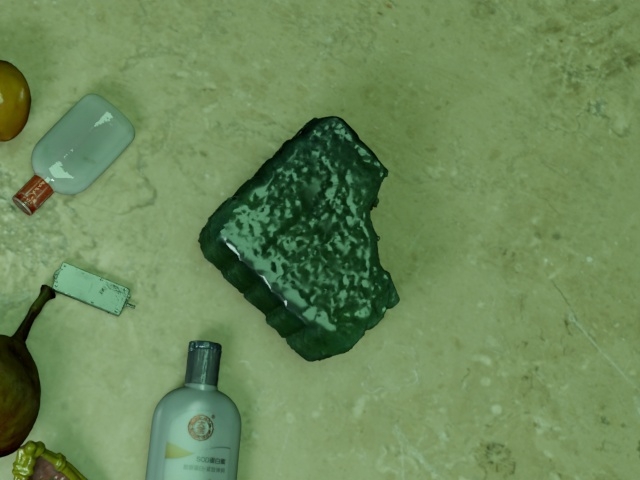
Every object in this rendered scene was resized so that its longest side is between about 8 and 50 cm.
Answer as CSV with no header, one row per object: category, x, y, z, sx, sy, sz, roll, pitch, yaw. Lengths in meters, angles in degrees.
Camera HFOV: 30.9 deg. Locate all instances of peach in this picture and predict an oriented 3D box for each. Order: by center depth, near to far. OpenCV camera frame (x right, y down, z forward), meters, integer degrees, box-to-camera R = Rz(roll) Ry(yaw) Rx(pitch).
peach,-0.515,-0.219,1.782,0.138,0.138,0.138,4,75,-16

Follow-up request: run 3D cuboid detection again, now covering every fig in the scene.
fig,-0.453,0.193,1.682,0.290,0.190,0.190,-37,89,-36

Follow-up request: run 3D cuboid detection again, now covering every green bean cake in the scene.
green bean cake,0.000,0.000,1.869,0.308,0.169,0.300,47,70,-3

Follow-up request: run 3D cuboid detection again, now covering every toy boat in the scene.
toy boat,-0.352,0.427,1.678,0.141,0.099,0.318,-40,102,-36

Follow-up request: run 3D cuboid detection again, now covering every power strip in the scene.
power strip,-0.354,0.080,1.815,0.136,0.019,0.051,22,69,-11

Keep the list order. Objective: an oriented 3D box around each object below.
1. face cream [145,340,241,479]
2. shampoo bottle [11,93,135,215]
face cream,-0.190,0.301,1.783,0.144,0.071,0.291,10,73,-15
shampoo bottle,-0.398,-0.130,1.836,0.108,0.051,0.221,42,68,-6
